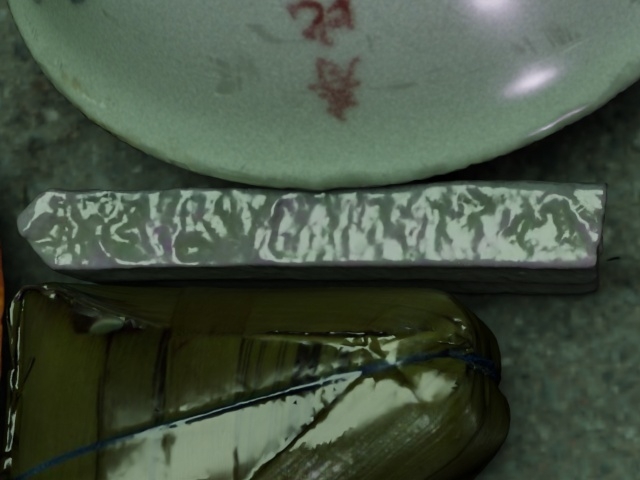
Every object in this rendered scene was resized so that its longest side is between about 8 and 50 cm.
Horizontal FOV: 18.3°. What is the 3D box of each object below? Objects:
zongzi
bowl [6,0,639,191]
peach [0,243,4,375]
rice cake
[{"bbox_3d":[-0.045,0.162,0.969,0.260,0.123,0.289,1,72,17],"label":"zongzi"},{"bbox_3d":[0.010,-0.258,1.003,0.435,0.196,0.434,-7,56,10],"label":"bowl"},{"bbox_3d":[-0.241,0.040,1.039,0.189,0.068,0.279,-59,42,20],"label":"peach"},{"bbox_3d":[0.002,0.000,1.022,0.298,0.106,0.050,0,83,13],"label":"rice cake"}]
